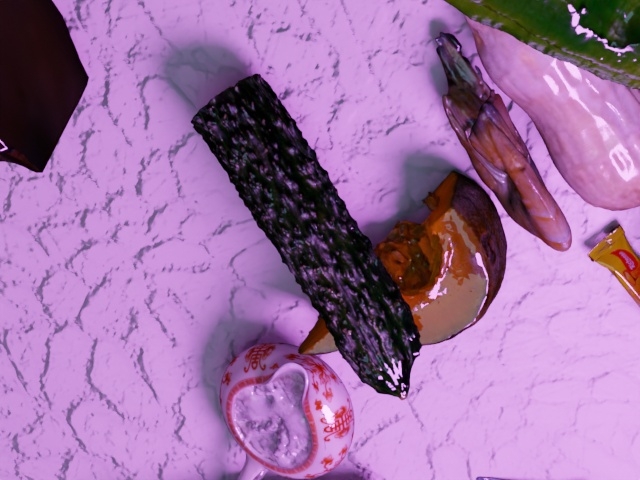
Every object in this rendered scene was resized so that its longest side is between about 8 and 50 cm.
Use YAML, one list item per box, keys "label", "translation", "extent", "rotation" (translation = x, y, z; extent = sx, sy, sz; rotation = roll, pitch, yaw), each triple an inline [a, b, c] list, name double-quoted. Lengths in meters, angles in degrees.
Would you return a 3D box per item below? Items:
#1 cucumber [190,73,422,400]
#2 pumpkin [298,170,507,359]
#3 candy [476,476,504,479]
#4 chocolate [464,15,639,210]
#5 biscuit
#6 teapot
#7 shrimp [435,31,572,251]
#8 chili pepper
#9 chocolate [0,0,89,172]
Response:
- label: "cucumber"
  translation: [0.000, 0.000, 1.714]
  extent: [0.096, 0.096, 0.359]
  rotation: [-37, 79, 13]
- label: "pumpkin"
  translation: [0.103, 0.057, 1.804]
  extent: [0.126, 0.131, 0.248]
  rotation: [42, 108, -15]
- label: "candy"
  translation: [0.244, 0.319, 1.957]
  extent: [0.136, 0.038, 0.088]
  rotation: [4, 109, 8]
- label: "chocolate"
  translation: [0.254, -0.161, 1.716]
  extent: [0.134, 0.134, 0.309]
  rotation: [-35, 108, 13]
- label: "biscuit"
  translation: [0.396, 0.100, 1.878]
  extent: [0.048, 0.026, 0.292]
  rotation: [-44, 107, -5]
- label: "teapot"
  translation: [-0.039, 0.193, 1.861]
  extent: [0.159, 0.116, 0.245]
  rotation: [24, 129, 8]
- label: "shrimp"
  translation: [0.182, -0.089, 1.734]
  extent: [0.059, 0.145, 0.254]
  rotation: [-30, 109, 4]
- label: "chili pepper"
  translation: [0.206, -0.268, 1.546]
  extent: [0.385, 0.167, 0.213]
  rotation: [27, 68, -15]
- label: "chocolate"
  translation: [-0.432, -0.172, 1.624]
  extent: [0.297, 0.314, 0.326]
  rotation: [-31, 113, 21]
